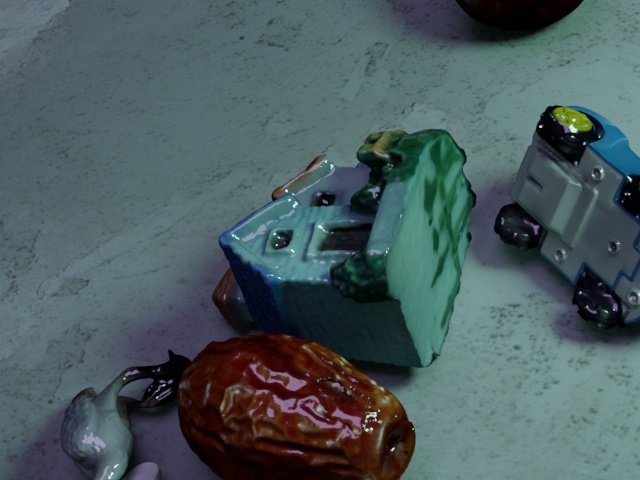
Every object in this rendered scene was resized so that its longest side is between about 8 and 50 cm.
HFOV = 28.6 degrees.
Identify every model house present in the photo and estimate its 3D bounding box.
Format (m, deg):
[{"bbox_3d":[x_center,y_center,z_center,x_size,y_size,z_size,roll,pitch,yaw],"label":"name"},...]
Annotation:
[{"bbox_3d":[0.000,0.000,1.608,0.329,0.251,0.294,-1,51,26],"label":"model house"}]

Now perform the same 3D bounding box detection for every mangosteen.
[{"bbox_3d":[0.296,-0.426,1.909,0.236,0.235,0.261,-29,5,-7],"label":"mangosteen"}]

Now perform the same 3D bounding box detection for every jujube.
[{"bbox_3d":[-0.034,0.204,1.461,0.290,0.197,0.197,12,56,32],"label":"jujube"}]

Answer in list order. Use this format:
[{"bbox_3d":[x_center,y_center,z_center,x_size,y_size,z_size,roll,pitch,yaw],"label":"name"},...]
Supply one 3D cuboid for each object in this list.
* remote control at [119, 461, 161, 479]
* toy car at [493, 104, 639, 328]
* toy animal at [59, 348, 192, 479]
[{"bbox_3d":[-0.250,0.367,1.497,0.073,0.044,0.229,-8,47,44],"label":"remote control"},{"bbox_3d":[0.364,-0.032,1.559,0.166,0.198,0.314,-10,41,-34],"label":"toy car"},{"bbox_3d":[-0.269,0.251,1.551,0.195,0.090,0.324,-11,33,35],"label":"toy animal"}]
